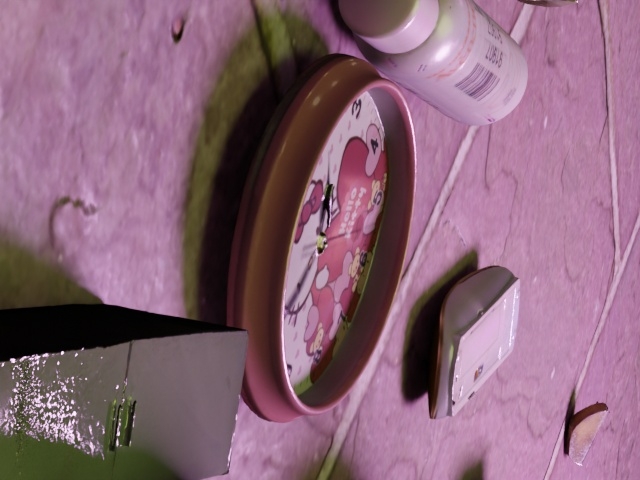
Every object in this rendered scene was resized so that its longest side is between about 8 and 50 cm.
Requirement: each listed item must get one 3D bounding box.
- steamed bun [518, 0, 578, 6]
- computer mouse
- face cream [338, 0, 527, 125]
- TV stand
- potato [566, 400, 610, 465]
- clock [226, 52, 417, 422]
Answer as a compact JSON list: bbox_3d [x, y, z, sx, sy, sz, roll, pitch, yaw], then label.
[{"bbox_3d":[0.115,-0.299,1.067,0.207,0.268,0.280,8,68,-44],"label":"steamed bun"},{"bbox_3d":[0.129,0.086,1.542,0.199,0.045,0.102,-38,136,-61],"label":"computer mouse"},{"bbox_3d":[0.079,-0.141,1.247,0.269,0.082,0.082,16,85,-70],"label":"face cream"},{"bbox_3d":[-0.128,0.077,0.805,0.269,0.088,0.082,-3,103,-70],"label":"TV stand"},{"bbox_3d":[0.310,0.225,2.117,0.037,0.036,0.093,-110,-149,-49],"label":"potato"},{"bbox_3d":[-0.001,0.000,1.143,0.244,0.056,0.244,14,90,-70],"label":"clock"}]
